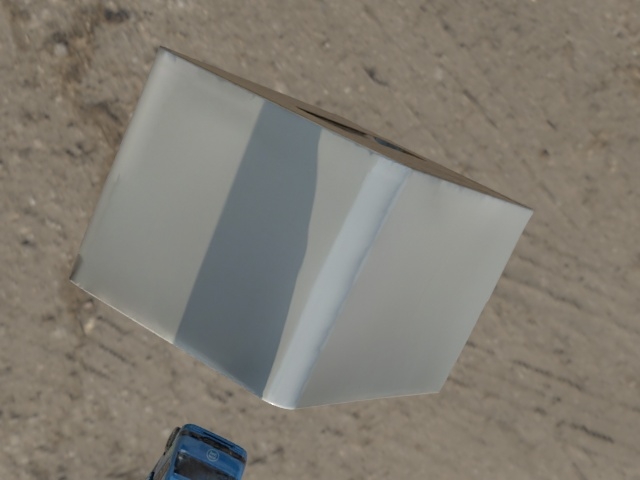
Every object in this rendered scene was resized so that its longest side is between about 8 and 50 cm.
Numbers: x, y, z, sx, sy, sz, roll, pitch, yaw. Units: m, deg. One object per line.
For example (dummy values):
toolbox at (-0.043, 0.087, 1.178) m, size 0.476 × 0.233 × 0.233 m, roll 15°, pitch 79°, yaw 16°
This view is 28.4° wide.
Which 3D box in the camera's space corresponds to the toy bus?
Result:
toy bus at (-0.069, 0.129, 0.610) m, size 0.038 × 0.046 × 0.083 m, roll 28°, pitch 127°, yaw -9°

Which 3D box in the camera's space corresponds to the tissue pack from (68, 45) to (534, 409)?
tissue pack at (-0.001, 0.000, 0.736) m, size 0.136 × 0.159 × 0.246 m, roll -65°, pitch 157°, yaw 7°
